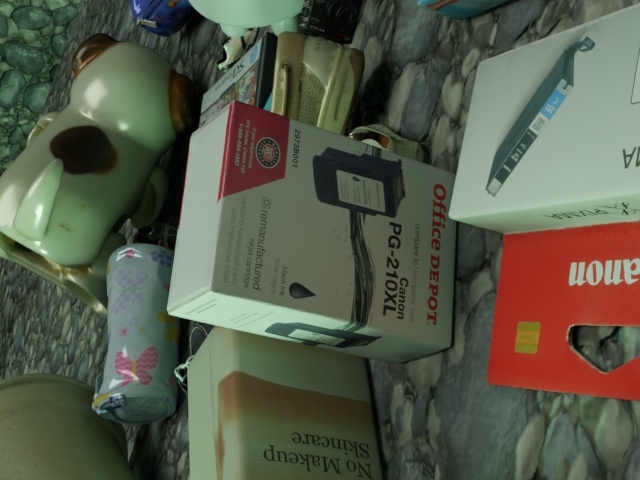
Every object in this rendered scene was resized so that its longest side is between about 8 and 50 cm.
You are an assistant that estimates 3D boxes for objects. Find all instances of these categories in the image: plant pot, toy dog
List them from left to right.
[{"bbox_3d":[-0.377,0.398,1.502,0.305,0.333,0.334,28,103,54],"label":"plant pot"},{"bbox_3d":[-0.386,-0.144,1.762,0.408,0.284,0.395,-61,-12,-18],"label":"toy dog"}]

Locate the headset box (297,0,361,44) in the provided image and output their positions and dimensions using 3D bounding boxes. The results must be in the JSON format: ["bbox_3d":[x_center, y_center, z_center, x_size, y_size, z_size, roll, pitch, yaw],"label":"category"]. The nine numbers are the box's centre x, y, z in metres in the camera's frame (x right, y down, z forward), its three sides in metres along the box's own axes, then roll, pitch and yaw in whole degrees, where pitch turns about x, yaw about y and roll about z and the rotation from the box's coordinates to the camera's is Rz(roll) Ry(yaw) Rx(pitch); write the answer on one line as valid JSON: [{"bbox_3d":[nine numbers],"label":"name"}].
[{"bbox_3d":[0.014,-0.284,1.274,0.032,0.062,0.083,18,93,65],"label":"headset box"}]

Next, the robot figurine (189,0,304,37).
[{"bbox_3d":[-0.096,-0.403,1.292,0.353,0.299,0.200,76,-162,-56],"label":"robot figurine"}]

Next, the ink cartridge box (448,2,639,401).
[{"bbox_3d":[0.194,-0.024,0.741,0.296,0.066,0.261,-8,69,65],"label":"ink cartridge box"}]

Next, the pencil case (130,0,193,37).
[{"bbox_3d":[-0.245,-0.446,1.851,0.133,0.119,0.306,-52,17,-20],"label":"pencil case"}]

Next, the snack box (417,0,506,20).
[{"bbox_3d":[0.181,-0.377,0.961,0.187,0.060,0.322,-8,71,65],"label":"snack box"}]

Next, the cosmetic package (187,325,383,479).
[{"bbox_3d":[-0.034,0.221,1.002,0.129,0.153,0.296,-54,33,42],"label":"cosmetic package"}]

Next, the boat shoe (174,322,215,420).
[{"bbox_3d":[-0.155,0.171,1.396,0.075,0.065,0.206,-64,27,25],"label":"boat shoe"}]

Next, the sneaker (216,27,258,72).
[{"bbox_3d":[-0.125,-0.303,1.611,0.040,0.043,0.109,26,100,67],"label":"sneaker"}]

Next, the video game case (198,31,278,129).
[{"bbox_3d":[-0.129,-0.129,1.535,0.248,0.035,0.275,-27,53,59],"label":"video game case"}]

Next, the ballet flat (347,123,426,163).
[{"bbox_3d":[0.053,-0.096,1.100,0.168,0.052,0.057,20,96,66],"label":"ballet flat"}]

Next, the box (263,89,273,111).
[{"bbox_3d":[-0.055,-0.094,1.300,0.244,0.060,0.100,-61,27,18],"label":"box"}]

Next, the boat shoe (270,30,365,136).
[{"bbox_3d":[-0.048,-0.060,1.192,0.121,0.110,0.341,-107,34,-82],"label":"boat shoe"}]

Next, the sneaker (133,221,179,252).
[{"bbox_3d":[-0.270,0.006,1.719,0.178,0.077,0.072,-42,40,53],"label":"sneaker"}]

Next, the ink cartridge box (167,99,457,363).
[{"bbox_3d":[0.000,0.000,0.942,0.100,0.237,0.172,-26,54,56],"label":"ink cartridge box"}]

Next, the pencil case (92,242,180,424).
[{"bbox_3d":[-0.272,0.140,1.602,0.124,0.113,0.273,-15,56,23],"label":"pencil case"}]
